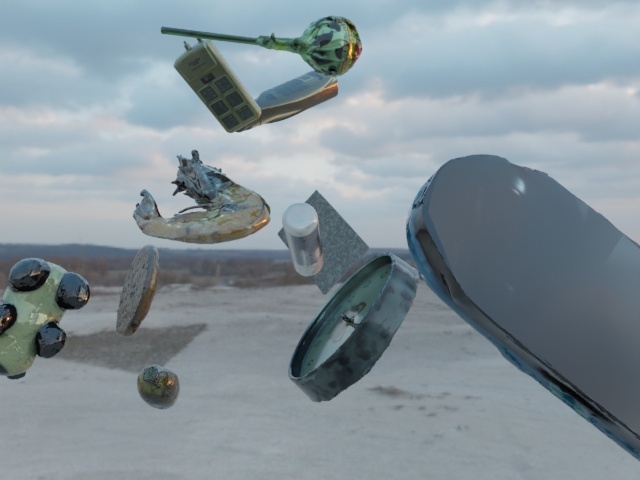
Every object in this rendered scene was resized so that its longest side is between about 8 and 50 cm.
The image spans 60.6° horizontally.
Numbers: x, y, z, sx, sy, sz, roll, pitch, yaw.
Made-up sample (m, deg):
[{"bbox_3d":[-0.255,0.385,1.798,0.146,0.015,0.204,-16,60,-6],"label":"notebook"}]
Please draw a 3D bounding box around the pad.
[{"bbox_3d":[0.000,0.000,1.343,0.235,0.158,0.003,49,12,34],"label":"pad"}]

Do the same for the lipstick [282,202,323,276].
[{"bbox_3d":[-0.019,0.001,0.636,0.040,0.040,0.141,0,-23,2],"label":"lipstick"}]

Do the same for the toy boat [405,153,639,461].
[{"bbox_3d":[0.178,0.068,0.362,0.134,0.299,0.092,-44,-13,-30],"label":"toy boat"}]

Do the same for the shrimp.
[{"bbox_3d":[-0.201,-0.052,0.836,0.178,0.075,0.289,-23,41,-31],"label":"shrimp"}]

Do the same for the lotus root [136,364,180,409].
[{"bbox_3d":[-0.354,0.327,1.206,0.089,0.081,0.179,24,-30,10],"label":"lotus root"}]

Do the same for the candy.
[{"bbox_3d":[-0.084,-0.309,0.833,0.305,0.091,0.083,2,5,-16],"label":"candy"}]

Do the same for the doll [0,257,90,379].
[{"bbox_3d":[-0.539,0.142,1.015,0.143,0.234,0.135,33,-28,-29],"label":"doll"}]

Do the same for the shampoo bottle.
[{"bbox_3d":[-0.100,-0.380,1.488,0.125,0.084,0.350,25,44,32],"label":"shampoo bottle"}]

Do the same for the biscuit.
[{"bbox_3d":[-0.404,0.110,1.216,0.036,0.212,0.212,20,-12,-29],"label":"biscuit"}]

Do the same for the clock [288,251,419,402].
[{"bbox_3d":[0.060,0.161,1.068,0.067,0.325,0.325,40,-9,-8],"label":"clock"}]

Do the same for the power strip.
[{"bbox_3d":[-0.173,-0.257,0.909,0.076,0.028,0.169,-25,-54,20],"label":"power strip"}]
